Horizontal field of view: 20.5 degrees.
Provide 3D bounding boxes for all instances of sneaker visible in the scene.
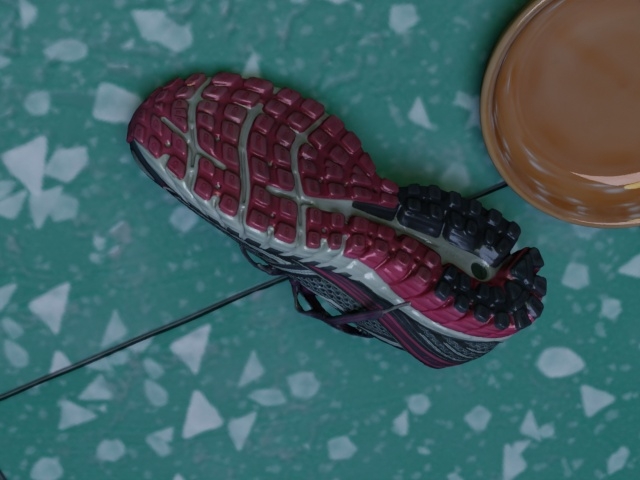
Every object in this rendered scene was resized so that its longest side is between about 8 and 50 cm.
[{"bbox_3d":[0.000,0.000,1.176,0.299,0.121,0.112,31,140,-13],"label":"sneaker"}]

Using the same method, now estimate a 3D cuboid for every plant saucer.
[{"bbox_3d":[0.204,-0.101,1.182,0.200,0.037,0.200,-2,122,-2],"label":"plant saucer"}]
